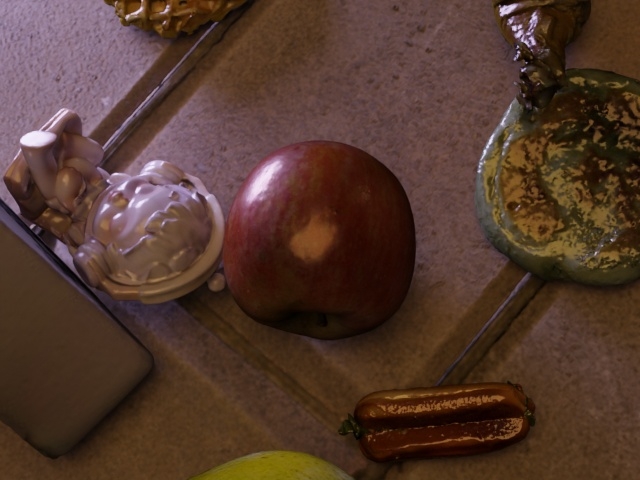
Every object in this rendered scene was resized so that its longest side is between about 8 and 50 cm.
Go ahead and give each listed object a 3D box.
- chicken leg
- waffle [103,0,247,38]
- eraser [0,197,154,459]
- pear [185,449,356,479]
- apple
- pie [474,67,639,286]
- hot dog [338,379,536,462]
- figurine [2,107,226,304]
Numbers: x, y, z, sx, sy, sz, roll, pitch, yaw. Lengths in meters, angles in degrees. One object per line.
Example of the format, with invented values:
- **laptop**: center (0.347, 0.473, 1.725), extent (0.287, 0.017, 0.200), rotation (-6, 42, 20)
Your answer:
- **chicken leg**: center (0.228, -0.224, 1.398), extent (0.103, 0.088, 0.228), rotation (-1, 51, -2)
- **waffle**: center (-0.151, -0.304, 1.518), extent (0.194, 0.051, 0.149), rotation (-29, 73, 0)
- **eraser**: center (-0.312, 0.063, 1.351), extent (0.150, 0.331, 0.331), rotation (-42, 72, -7)
- **pear**: center (-0.056, 0.321, 1.189), extent (0.294, 0.294, 0.294), rotation (-3, 73, 8)
- **apple**: center (0.000, 0.000, 1.330), extent (0.188, 0.188, 0.174), rotation (1, 66, 9)
- **pie**: center (0.271, -0.066, 1.378), extent (0.240, 0.054, 0.241), rotation (-2, 73, 7)
- **hot dog**: center (0.113, 0.173, 1.328), extent (0.188, 0.055, 0.072), rotation (-6, 102, 12)
- **figurine**: center (-0.195, -0.025, 1.392), extent (0.236, 0.141, 0.162), rotation (34, 61, 15)
